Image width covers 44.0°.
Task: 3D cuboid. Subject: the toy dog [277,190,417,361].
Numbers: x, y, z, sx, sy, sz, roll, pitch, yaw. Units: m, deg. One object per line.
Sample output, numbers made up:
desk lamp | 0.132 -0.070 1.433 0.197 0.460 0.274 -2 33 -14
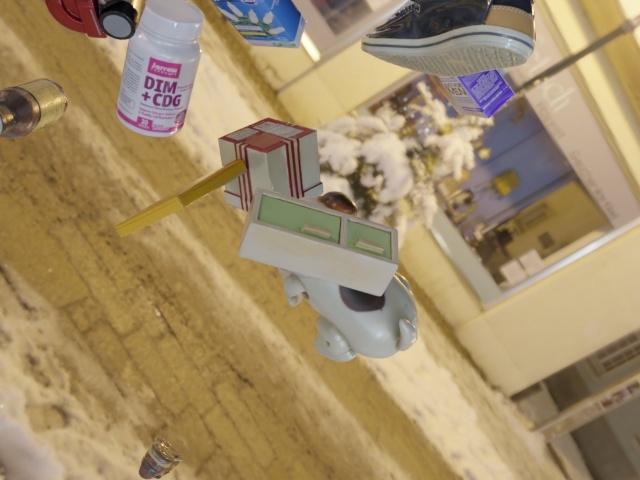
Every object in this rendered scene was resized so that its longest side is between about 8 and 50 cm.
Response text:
toy dog | 0.031 0.082 1.840 0.408 0.284 0.395 56 -2 -24

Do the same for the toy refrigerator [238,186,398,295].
toy refrigerator | 0.000 0.000 1.405 0.269 0.094 0.102 17 40 -10

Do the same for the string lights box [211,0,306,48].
string lights box | -0.143 -0.516 1.722 0.260 0.133 0.076 36 65 -64

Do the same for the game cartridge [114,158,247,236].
game cartridge | -0.400 -0.121 2.257 0.324 0.285 0.052 -38 104 -55

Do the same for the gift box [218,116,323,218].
gift box | -0.157 -0.218 2.448 0.276 0.255 0.258 24 -51 43

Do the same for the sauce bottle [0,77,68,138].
sauce bottle | -0.651 -0.279 1.705 0.111 0.111 0.344 56 12 -13

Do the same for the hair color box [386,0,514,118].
hair color box | 0.337 -0.478 2.063 0.339 0.110 0.185 49 -3 -18

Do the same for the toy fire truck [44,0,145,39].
toy fire truck | -0.401 -0.400 1.171 0.217 0.246 0.158 84 12 -55

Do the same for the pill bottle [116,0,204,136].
pill bottle | -0.356 -0.389 1.770 0.160 0.283 0.160 14 35 -10

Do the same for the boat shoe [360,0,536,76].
boat shoe | 0.250 -0.427 1.591 0.187 0.156 0.500 12 1 -27

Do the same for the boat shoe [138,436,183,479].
boat shoe | -0.309 0.419 1.511 0.064 0.060 0.178 42 -7 7
